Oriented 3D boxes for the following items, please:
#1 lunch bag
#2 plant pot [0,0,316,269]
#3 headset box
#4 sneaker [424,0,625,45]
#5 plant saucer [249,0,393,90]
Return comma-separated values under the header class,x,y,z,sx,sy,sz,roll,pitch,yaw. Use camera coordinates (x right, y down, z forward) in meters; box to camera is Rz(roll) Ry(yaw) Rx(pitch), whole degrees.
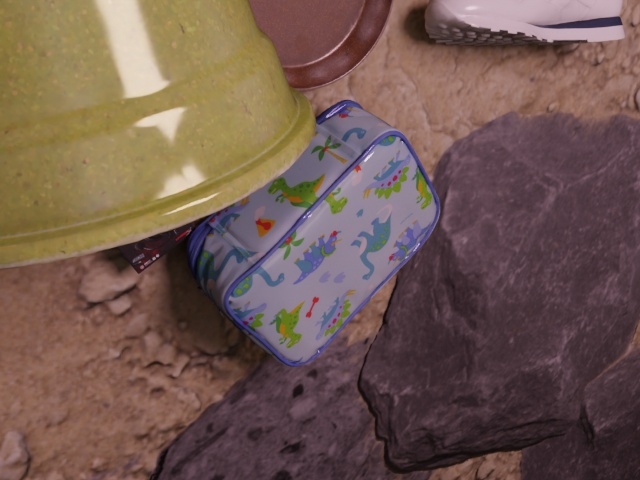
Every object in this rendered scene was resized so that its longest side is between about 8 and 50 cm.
class,x,y,z,sx,sy,sz,roll,pitch,yaw
lunch bag,0.000,0.000,0.708,0.219,0.090,0.176,-46,141,-5
plant pot,-0.157,-0.160,0.426,0.276,0.276,0.253,-21,118,-23
headset box,-0.151,-0.024,0.645,0.062,0.032,0.083,-38,130,-11
sneaker,0.192,-0.231,0.739,0.235,0.090,0.094,-10,106,-33
plant saucer,-0.014,-0.208,0.642,0.169,0.029,0.168,-15,121,-26
